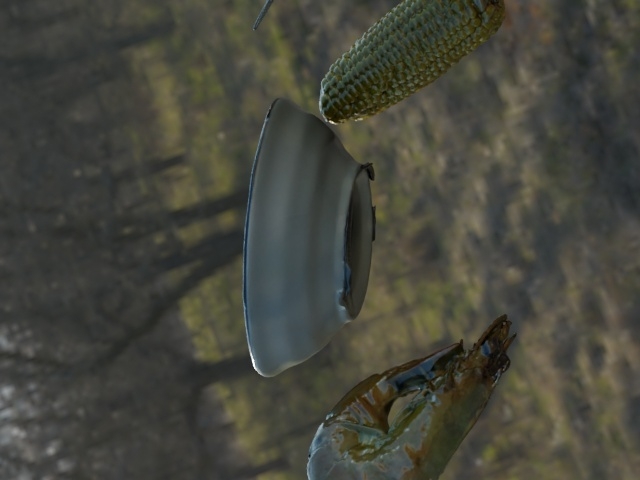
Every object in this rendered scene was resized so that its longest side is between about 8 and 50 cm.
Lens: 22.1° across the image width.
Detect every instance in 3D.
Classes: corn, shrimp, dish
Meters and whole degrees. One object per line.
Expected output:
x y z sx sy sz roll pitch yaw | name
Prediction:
0.104 -0.218 1.836 0.097 0.262 0.097 42 -156 -25 | corn
0.095 0.169 1.630 0.145 0.267 0.061 37 171 42 | shrimp
0.000 0.000 1.791 0.316 0.106 0.316 4 -90 -79 | dish

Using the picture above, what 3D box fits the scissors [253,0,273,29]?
-0.045 -0.243 1.619 0.006 0.083 0.036 25 172 30 | scissors
